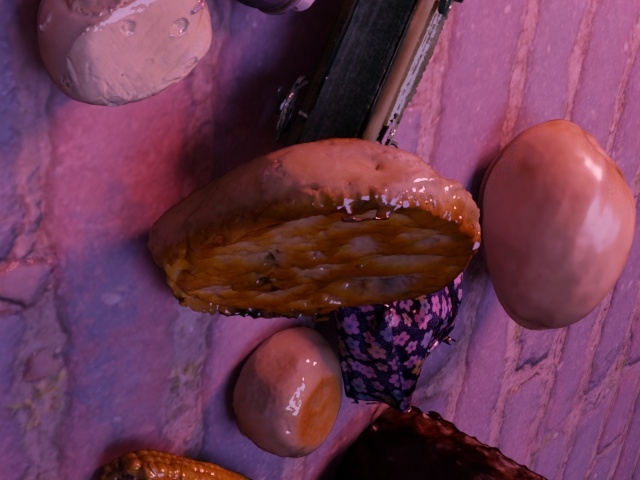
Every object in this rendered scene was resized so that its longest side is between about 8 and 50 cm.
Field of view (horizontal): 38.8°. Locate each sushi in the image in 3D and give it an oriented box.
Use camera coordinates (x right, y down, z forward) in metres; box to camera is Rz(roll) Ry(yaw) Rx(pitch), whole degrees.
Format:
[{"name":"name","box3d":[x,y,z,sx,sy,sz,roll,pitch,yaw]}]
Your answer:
[{"name":"sushi","box3d":[0.167,0.405,1.286,0.299,0.294,0.281,6,107,-52]}]

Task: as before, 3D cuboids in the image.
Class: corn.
[{"name":"corn","box3d":[-0.125,0.305,1.019,0.115,0.115,0.318,-57,145,-8]}]

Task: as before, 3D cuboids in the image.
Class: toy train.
[{"name":"toy train","box3d":[0.057,-0.178,0.895,0.307,0.126,0.189,-68,169,7]}]

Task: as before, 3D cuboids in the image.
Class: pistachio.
[{"name":"pistachio","box3d":[0.335,-0.027,1.310,0.230,0.230,0.308,-25,134,-41]}]

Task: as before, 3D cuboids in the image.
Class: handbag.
[{"name":"handbag","box3d":[0.099,0.078,1.130,0.207,0.127,0.228,-54,146,-38]}]

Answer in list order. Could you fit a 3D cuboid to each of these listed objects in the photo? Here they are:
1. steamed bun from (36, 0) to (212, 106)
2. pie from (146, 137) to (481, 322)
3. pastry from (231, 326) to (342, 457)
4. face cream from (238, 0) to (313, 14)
[{"name":"steamed bun","box3d":[-0.154,-0.163,0.693,0.130,0.091,0.112,-34,146,-15]},{"name":"pie","box3d":[0.000,0.000,0.842,0.315,0.315,0.092,33,48,-55]},{"name":"pastry","box3d":[-0.031,0.180,1.071,0.156,0.092,0.156,-40,140,-44]},{"name":"face cream","box3d":[-0.096,-0.251,0.725,0.283,0.073,0.073,16,99,-54]}]
